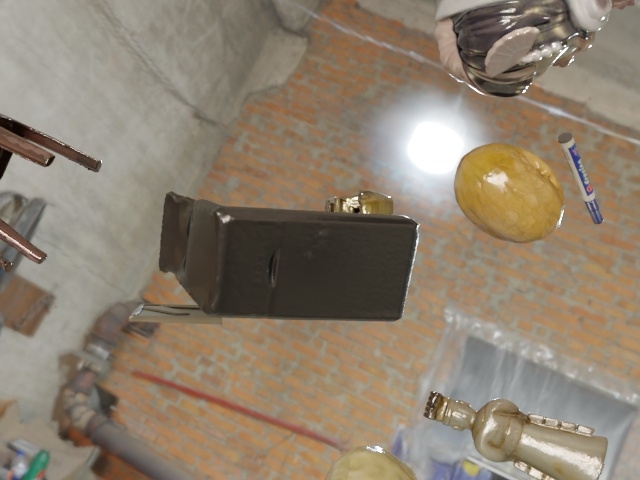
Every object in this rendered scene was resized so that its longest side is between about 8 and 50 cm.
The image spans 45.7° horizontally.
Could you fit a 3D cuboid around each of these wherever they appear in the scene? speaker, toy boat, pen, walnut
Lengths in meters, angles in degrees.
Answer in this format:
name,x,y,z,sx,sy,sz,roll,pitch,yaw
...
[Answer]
name,x,y,z,sx,sy,sz,roll,pitch,yaw
speaker,-0.054,0.019,1.242,0.388,0.180,0.184,4,15,-21
toy boat,0.071,-0.058,1.550,0.121,0.089,0.321,2,0,-5
pen,0.449,-0.102,1.303,0.025,0.025,0.204,11,-34,47
walnut,0.324,-0.080,1.306,0.206,0.159,0.159,34,-15,-3

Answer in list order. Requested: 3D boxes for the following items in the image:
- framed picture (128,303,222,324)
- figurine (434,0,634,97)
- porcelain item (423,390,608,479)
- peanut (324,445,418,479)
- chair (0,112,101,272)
name,x,y,z,sx,sy,sz,roll,pitch,yaw
framed picture,-0.347,0.178,1.860,0.213,0.016,0.289,2,0,-8
figurine,0.327,-0.360,1.134,0.211,0.361,0.253,56,-15,3
porcelain item,0.230,0.237,0.920,0.213,0.084,0.054,18,-12,14
peanut,0.071,0.362,0.758,0.152,0.152,0.313,50,15,-57
chair,-0.518,-0.111,1.085,0.326,0.183,0.175,28,7,4
